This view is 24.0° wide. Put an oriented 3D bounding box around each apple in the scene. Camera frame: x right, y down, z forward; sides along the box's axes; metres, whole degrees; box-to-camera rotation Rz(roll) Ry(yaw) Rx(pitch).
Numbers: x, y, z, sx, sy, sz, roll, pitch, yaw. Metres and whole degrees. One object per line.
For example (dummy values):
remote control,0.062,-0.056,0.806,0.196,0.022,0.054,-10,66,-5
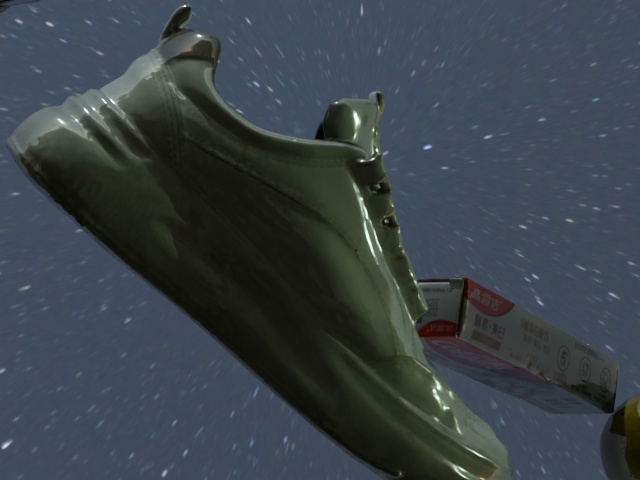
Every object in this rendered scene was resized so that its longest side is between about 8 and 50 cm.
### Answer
apple,0.238,0.148,1.049,0.089,0.074,0.089,6,-43,6

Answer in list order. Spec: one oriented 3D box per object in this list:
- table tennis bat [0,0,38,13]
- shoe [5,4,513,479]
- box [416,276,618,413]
table tennis bat,-0.269,-0.225,1.382,0.220,0.130,0.019,-12,-82,19
shoe,0.000,0.000,0.783,0.316,0.124,0.159,38,-96,-5
box,0.125,0.073,0.985,0.055,0.218,0.039,-3,-109,35
